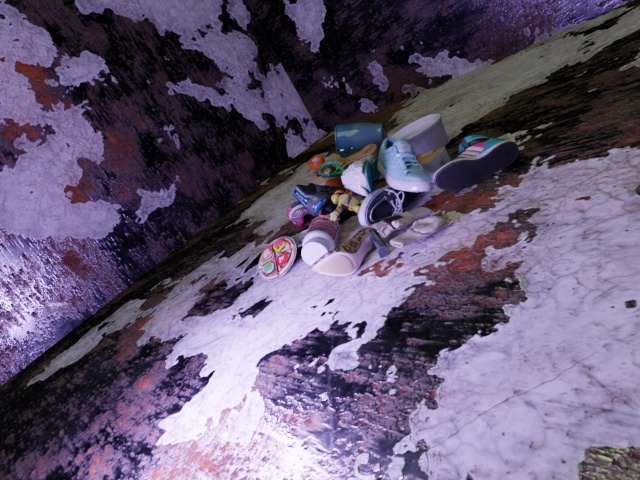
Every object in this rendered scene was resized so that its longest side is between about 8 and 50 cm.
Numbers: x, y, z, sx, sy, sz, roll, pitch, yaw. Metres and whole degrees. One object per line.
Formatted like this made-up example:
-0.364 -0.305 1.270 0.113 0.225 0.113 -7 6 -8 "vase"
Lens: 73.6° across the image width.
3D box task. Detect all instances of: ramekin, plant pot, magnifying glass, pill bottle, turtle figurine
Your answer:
0.467 -0.473 2.034 0.277 0.135 0.277 -28 19 10 "ramekin"
0.243 -0.541 2.386 0.255 0.272 0.272 -9 26 20 "plant pot"
0.093 -0.311 1.948 0.230 0.026 0.092 18 60 34 "magnifying glass"
0.000 0.000 1.606 0.121 0.121 0.221 -24 20 22 "pill bottle"
0.131 -0.150 1.672 0.217 0.087 0.269 21 39 20 "turtle figurine"

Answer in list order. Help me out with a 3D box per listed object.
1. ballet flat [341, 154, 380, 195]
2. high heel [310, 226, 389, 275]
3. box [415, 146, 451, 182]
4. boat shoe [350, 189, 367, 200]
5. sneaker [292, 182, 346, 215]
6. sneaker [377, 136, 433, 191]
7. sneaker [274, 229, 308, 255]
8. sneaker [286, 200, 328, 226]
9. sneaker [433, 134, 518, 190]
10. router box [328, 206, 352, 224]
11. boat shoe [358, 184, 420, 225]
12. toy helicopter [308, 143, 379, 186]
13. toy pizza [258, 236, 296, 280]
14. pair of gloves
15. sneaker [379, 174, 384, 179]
0.155 -0.251 1.694 0.146 0.147 0.409 -25 7 19 "ballet flat"
0.082 0.032 1.421 0.261 0.093 0.186 -16 25 -3 "high heel"
0.419 -0.291 1.722 0.170 0.091 0.130 -9 30 48 "box"
0.186 -0.225 1.902 0.089 0.105 0.285 -8 23 11 "boat shoe"
0.005 -0.198 1.809 0.125 0.139 0.340 -58 -14 18 "sneaker"
0.298 -0.289 1.570 0.135 0.150 0.366 -11 29 -15 "sneaker"
-0.119 0.036 1.764 0.228 0.086 0.132 -29 21 7 "sneaker"
-0.010 -0.150 2.041 0.299 0.121 0.112 -28 53 -18 "sneaker"
0.510 -0.281 1.497 0.295 0.124 0.178 -23 24 1 "sneaker"
0.084 -0.113 1.883 0.092 0.038 0.122 -8 30 52 "router box"
0.266 -0.139 1.566 0.306 0.113 0.104 -29 29 -36 "boat shoe"
0.117 -0.354 2.048 0.354 0.140 0.235 -26 38 13 "toy helicopter"
-0.181 0.068 1.727 0.201 0.032 0.201 -22 49 28 "toy pizza"
0.291 -0.055 1.367 0.204 0.042 0.240 -23 19 -7 "pair of gloves"
0.270 -0.328 2.059 0.237 0.086 0.085 -27 18 10 "sneaker"
